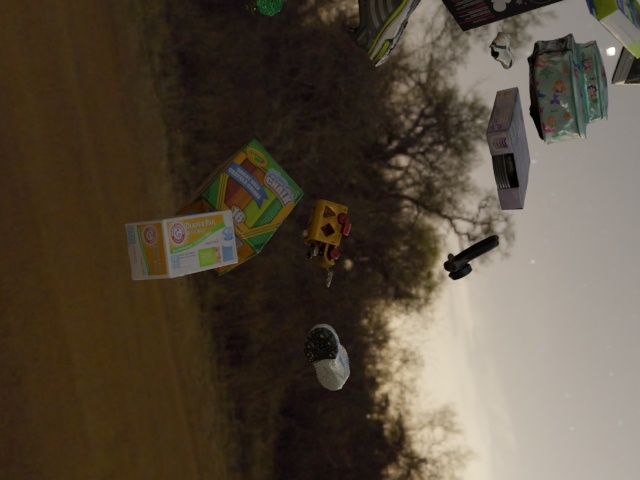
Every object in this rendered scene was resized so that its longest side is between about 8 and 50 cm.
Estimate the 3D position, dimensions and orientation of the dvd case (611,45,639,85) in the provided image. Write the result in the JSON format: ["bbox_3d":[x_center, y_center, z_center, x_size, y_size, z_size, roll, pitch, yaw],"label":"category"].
[{"bbox_3d":[0.817,-0.411,1.785,0.179,0.239,0.029,61,37,-69],"label":"dvd case"}]

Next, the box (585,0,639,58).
[{"bbox_3d":[0.502,-0.394,1.302,0.178,0.042,0.109,19,55,-43],"label":"box"}]

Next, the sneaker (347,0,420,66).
[{"bbox_3d":[0.152,-0.536,1.699,0.300,0.121,0.111,-60,175,34],"label":"sneaker"}]

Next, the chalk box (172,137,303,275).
[{"bbox_3d":[-0.177,-0.095,1.764,0.180,0.179,0.289,45,50,-14],"label":"chalk box"}]

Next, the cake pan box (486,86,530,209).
[{"bbox_3d":[0.515,-0.247,2.083,0.267,0.070,0.245,-65,142,-49],"label":"cake pan box"}]

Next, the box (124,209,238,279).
[{"bbox_3d":[-0.268,0.006,1.501,0.203,0.103,0.114,-14,99,-57],"label":"box"}]

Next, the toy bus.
[{"bbox_3d":[0.002,-0.010,2.074,0.202,0.104,0.191,-90,-161,-59],"label":"toy bus"}]

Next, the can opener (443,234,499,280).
[{"bbox_3d":[0.432,0.040,2.198,0.073,0.186,0.059,39,26,-27],"label":"can opener"}]

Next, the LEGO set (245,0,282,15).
[{"bbox_3d":[-0.083,-0.698,1.807,0.255,0.331,0.192,49,4,-30],"label":"LEGO set"}]

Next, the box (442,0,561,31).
[{"bbox_3d":[0.372,-0.540,1.511,0.142,0.247,0.163,47,58,-30],"label":"box"}]

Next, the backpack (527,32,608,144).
[{"bbox_3d":[0.587,-0.355,1.840,0.253,0.191,0.225,-60,140,-49],"label":"backpack"}]

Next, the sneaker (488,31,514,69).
[{"bbox_3d":[0.382,-0.396,1.632,0.040,0.044,0.109,41,-3,34],"label":"sneaker"}]

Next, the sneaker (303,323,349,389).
[{"bbox_3d":[0.017,0.248,1.719,0.237,0.085,0.086,78,24,-51],"label":"sneaker"}]
